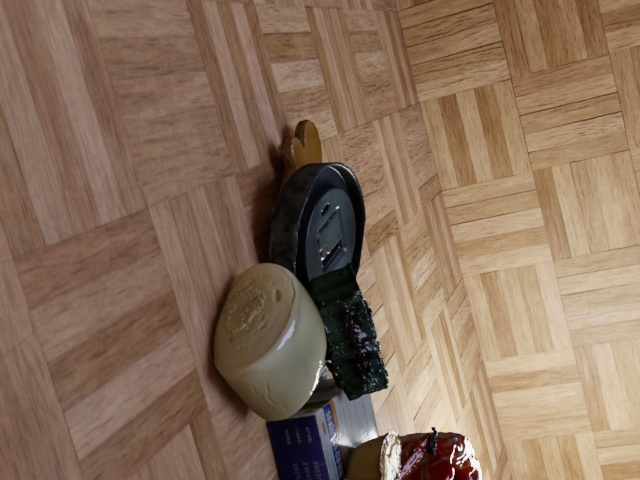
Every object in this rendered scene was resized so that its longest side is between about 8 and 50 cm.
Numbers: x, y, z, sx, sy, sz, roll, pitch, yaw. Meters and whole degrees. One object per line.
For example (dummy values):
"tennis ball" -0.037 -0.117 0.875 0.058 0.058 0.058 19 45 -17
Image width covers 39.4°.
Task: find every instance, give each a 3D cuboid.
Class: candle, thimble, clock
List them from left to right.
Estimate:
"clock" 0.000 0.000 1.823 0.325 0.067 0.325 -25 118 -59
"candle" 0.144 0.493 1.842 0.302 0.084 0.059 -41 100 -26
"thimble" 0.233 0.608 1.997 0.350 0.231 0.350 -11 90 -70

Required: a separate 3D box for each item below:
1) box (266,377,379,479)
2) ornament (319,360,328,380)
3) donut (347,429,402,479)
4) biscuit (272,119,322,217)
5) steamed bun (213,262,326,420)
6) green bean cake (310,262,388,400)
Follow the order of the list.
"box" 0.019 0.395 1.735 0.299 0.106 0.200 -18 96 -67
"ornament" -0.007 0.247 1.835 0.068 0.041 0.092 -14 93 -66
"donut" 0.101 0.454 1.649 0.141 0.085 0.217 49 36 -53
"biscuit" -0.046 -0.122 1.922 0.216 0.047 0.339 62 27 -51
"steamed bun" -0.073 0.172 1.546 0.250 0.155 0.200 -80 149 -42
"green bean cake" 0.051 0.171 1.676 0.208 0.107 0.193 81 -8 -50
